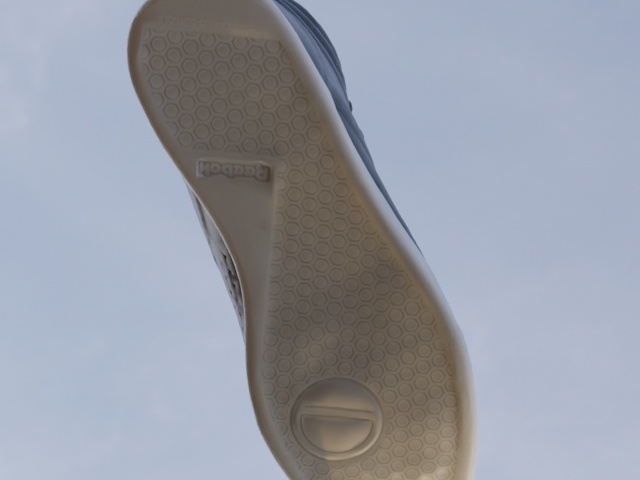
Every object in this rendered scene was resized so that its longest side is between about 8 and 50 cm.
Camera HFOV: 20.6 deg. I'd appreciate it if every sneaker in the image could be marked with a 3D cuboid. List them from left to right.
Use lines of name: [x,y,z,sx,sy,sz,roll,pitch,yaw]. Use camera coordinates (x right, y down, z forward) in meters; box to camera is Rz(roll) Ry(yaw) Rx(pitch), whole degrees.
sneaker: [0.000,0.000,0.847,0.104,0.147,0.296,-21,-75,8]
